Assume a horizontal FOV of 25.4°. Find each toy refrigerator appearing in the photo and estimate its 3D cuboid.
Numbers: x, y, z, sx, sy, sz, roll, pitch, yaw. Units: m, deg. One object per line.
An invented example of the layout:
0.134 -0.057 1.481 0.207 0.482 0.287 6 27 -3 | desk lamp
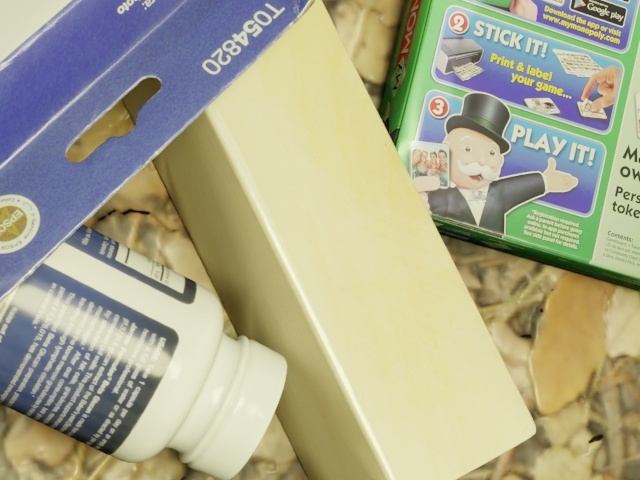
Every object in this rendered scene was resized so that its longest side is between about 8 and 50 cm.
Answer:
0.000 0.000 0.733 0.094 0.102 0.269 -24 85 -25 | toy refrigerator

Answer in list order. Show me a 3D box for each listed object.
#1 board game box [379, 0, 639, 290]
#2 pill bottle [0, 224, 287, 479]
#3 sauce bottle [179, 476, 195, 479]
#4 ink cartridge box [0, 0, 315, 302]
0.197 -0.079 0.834 0.317 0.046 0.213 16 82 -15 | board game box
-0.106 0.050 0.684 0.169 0.094 0.094 28 68 -12 | pill bottle
-0.098 0.170 0.686 0.042 0.042 0.128 45 63 -5 | sauce bottle
-0.155 -0.107 0.660 0.224 0.045 0.223 35 71 25 | ink cartridge box
